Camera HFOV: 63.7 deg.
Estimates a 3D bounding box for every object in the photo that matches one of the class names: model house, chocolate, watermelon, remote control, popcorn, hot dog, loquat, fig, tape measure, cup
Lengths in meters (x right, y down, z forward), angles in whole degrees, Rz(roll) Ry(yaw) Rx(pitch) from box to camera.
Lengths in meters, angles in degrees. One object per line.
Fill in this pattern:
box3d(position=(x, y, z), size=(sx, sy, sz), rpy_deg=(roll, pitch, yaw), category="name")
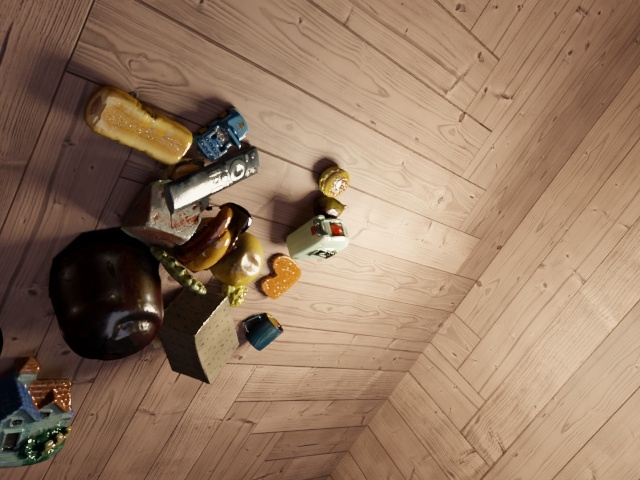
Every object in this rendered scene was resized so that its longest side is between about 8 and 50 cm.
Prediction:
box3d(position=(-1.005, 0.579, 1.810), size=(0.295, 0.252, 0.329), rpy_deg=(15, 107, -42), category="model house")
box3d(position=(-0.675, 0.206, 1.675), size=(0.384, 0.331, 0.383), rpy_deg=(-18, 130, -23), category="chocolate")
box3d(position=(-0.505, -0.051, 1.683), size=(0.213, 0.201, 0.261), rpy_deg=(26, 115, -41), category="watermelon")
box3d(position=(-0.345, -0.205, 1.690), size=(0.377, 0.044, 0.107), rpy_deg=(-34, 140, -41), category="remote control")
box3d(position=(-0.344, 0.206, 2.079), size=(0.106, 0.116, 0.120), rpy_deg=(-21, 92, -32), category="popcorn")
box3d(position=(-0.404, -0.011, 1.778), size=(0.326, 0.194, 0.107), rpy_deg=(-53, 168, 17), category="hot dog")
box3d(position=(-0.310, 0.067, 1.916), size=(0.213, 0.213, 0.213), rpy_deg=(-20, 133, -23), category="loquat")
box3d(position=(0.045, -0.132, 2.094), size=(0.155, 0.103, 0.109), rpy_deg=(-12, 156, -19), category="fig")
box3d(position=(-0.001, 0.000, 2.079), size=(0.246, 0.125, 0.243), rpy_deg=(4, 157, -41), category="tape measure")
box3d(position=(-0.265, 0.399, 2.311), size=(0.138, 0.150, 0.113), rpy_deg=(-42, 172, 2), category="cup")

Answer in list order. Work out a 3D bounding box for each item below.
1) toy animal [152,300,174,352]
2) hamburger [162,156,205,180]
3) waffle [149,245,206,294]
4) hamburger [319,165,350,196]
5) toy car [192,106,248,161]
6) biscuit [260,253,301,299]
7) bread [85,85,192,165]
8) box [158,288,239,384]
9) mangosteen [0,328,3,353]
box3d(position=(-0.598, 0.344, 2.015), size=(0.184, 0.104, 0.185), rpy_deg=(-40, 134, -14), category="toy animal")
box3d(position=(-0.427, -0.232, 1.682), size=(0.176, 0.087, 0.102), rpy_deg=(15, 99, -49), category="hamburger")
box3d(position=(-0.491, 0.111, 1.780), size=(0.054, 0.223, 0.204), rpy_deg=(-47, 164, -13), category="waffle")
box3d(position=(0.055, -0.231, 2.033), size=(0.126, 0.081, 0.141), rpy_deg=(-42, 139, 0), category="hamburger")
box3d(position=(-0.314, -0.335, 1.663), size=(0.191, 0.100, 0.097), rpy_deg=(-40, 134, -8), category="toy car")
box3d(position=(-0.181, 0.151, 2.205), size=(0.192, 0.036, 0.186), rpy_deg=(-43, 135, 1), category="biscuit")
box3d(position=(-0.529, -0.332, 1.513), size=(0.305, 0.091, 0.142), rpy_deg=(26, 103, -46), category="bread")
box3d(position=(-0.471, 0.364, 1.994), size=(0.225, 0.190, 0.297), rpy_deg=(-57, 152, -44), category="box")
box3d(position=(-1.083, 0.307, 1.479), size=(0.275, 0.275, 0.302), rpy_deg=(-30, 176, -13), category="mangosteen")
